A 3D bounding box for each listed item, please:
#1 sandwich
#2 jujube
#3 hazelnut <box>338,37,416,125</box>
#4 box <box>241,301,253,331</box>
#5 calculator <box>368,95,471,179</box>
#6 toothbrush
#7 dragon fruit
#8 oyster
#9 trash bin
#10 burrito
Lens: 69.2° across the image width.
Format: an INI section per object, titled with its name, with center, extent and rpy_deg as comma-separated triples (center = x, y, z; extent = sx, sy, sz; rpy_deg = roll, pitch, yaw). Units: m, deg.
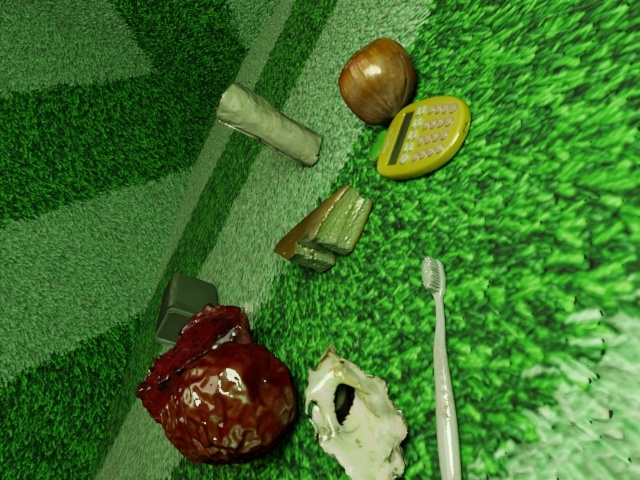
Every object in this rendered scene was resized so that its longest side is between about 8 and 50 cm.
[sandwich]
center = 0.000, 0.000, 0.895
extent = 0.244, 0.090, 0.088
rpy_deg = -41, 31, 39
[jujube]
center = -0.161, 0.293, 0.819
extent = 0.232, 0.213, 0.212
rpy_deg = -42, 34, 36
[hazelnut]
center = 0.115, -0.302, 0.896
extent = 0.150, 0.150, 0.150
rpy_deg = -44, 33, 39
[box]
center = -0.192, 0.204, 1.177
extent = 0.054, 0.024, 0.083
rpy_deg = -49, 30, 30
[calculator]
center = 0.161, -0.172, 0.791
extent = 0.235, 0.032, 0.146
rpy_deg = 7, 75, 63
[toothbrush]
center = 0.143, 0.151, 0.555
extent = 0.025, 0.030, 0.307
rpy_deg = -32, 42, 42
[dragon fruit]
center = -0.228, 0.288, 1.096
extent = 0.286, 0.228, 0.329
rpy_deg = -37, 13, 0
[oyster]
center = 0.047, 0.241, 0.635
extent = 0.209, 0.072, 0.132
rpy_deg = 23, 83, 45
[trash bin]
center = -0.406, 0.213, 1.426
extent = 0.122, 0.164, 0.240
rpy_deg = -59, 25, 15
[burrito]
center = -0.130, -0.286, 1.157
extent = 0.105, 0.299, 0.143
rpy_deg = -57, 32, 11
